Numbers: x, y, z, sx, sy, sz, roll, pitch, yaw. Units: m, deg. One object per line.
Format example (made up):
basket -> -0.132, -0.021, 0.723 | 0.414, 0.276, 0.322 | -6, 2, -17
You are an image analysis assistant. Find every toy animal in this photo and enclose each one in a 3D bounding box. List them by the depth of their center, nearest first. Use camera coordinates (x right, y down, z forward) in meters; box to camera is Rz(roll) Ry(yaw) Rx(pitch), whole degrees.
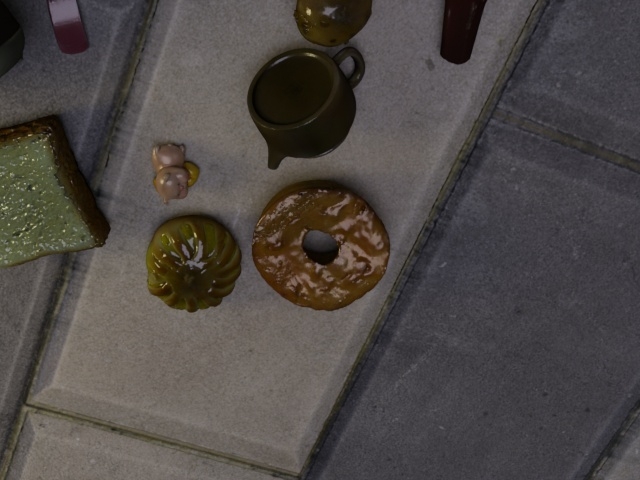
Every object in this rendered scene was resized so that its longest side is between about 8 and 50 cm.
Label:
toy animal -> -0.281, -0.127, 1.814 | 0.091, 0.082, 0.114 | -1, 118, -4

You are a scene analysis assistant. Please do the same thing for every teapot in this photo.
teapot -> -0.013, -0.242, 1.728 | 0.267, 0.185, 0.175 | -46, 149, -6

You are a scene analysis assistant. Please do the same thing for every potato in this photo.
potato -> 0.025, -0.424, 1.648 | 0.137, 0.137, 0.175 | 8, 115, -8

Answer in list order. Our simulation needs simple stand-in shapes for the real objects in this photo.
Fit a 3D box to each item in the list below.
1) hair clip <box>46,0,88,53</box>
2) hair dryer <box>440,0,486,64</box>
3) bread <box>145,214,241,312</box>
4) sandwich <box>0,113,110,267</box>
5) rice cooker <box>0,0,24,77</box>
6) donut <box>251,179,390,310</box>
hair clip -> -0.457, -0.400, 1.690 | 0.054, 0.022, 0.137 | -9, 119, -2
hair dryer -> 0.372, -0.478, 1.670 | 0.341, 0.123, 0.312 | -9, 130, -11
bread -> -0.257, 0.054, 1.904 | 0.214, 0.104, 0.213 | -3, 118, -5
sandwich -> -0.573, -0.091, 1.812 | 0.249, 0.095, 0.273 | -13, 119, 8
rice cooker -> -0.687, -0.367, 1.532 | 0.335, 0.335, 0.325 | -27, 116, 11
donut -> -0.001, -0.002, 1.882 | 0.278, 0.108, 0.277 | -1, 118, -2
